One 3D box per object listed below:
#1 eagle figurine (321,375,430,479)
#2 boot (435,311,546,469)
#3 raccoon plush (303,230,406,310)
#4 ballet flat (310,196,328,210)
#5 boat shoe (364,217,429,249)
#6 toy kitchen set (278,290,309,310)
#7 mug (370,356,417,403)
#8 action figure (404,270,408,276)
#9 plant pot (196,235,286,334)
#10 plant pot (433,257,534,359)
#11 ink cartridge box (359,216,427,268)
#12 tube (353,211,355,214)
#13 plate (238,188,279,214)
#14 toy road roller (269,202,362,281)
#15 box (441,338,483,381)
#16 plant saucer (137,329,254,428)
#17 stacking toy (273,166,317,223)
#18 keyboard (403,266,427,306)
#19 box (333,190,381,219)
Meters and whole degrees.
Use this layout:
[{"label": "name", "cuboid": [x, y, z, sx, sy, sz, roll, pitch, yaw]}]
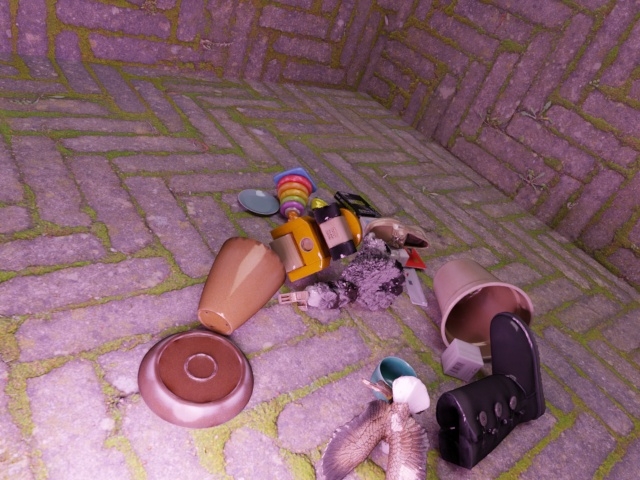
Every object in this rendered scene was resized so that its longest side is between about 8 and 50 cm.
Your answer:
[{"label": "eagle figurine", "cuboid": [0.170, 0.511, 1.157, 0.225, 0.226, 0.298, 61, 39, -16]}, {"label": "boot", "cuboid": [0.511, 0.439, 1.400, 0.445, 0.146, 0.367, -7, 77, -35]}, {"label": "raccoon plush", "cuboid": [0.121, 0.091, 1.732, 0.446, 0.216, 0.299, 5, 29, -25]}, {"label": "ballet flat", "cuboid": [0.052, -0.118, 2.086, 0.231, 0.077, 0.077, 27, 56, -15]}, {"label": "boat shoe", "cuboid": [0.337, -0.020, 1.957, 0.302, 0.109, 0.098, 11, 32, -22]}, {"label": "toy kitchen set", "cuboid": [-0.089, 0.213, 1.546, 0.075, 0.083, 0.068, -5, 84, -35]}, {"label": "mug", "cuboid": [0.211, 0.442, 1.372, 0.129, 0.097, 0.158, 38, 37, 20]}, {"label": "action figure", "cuboid": [0.322, 0.157, 1.902, 0.115, 0.030, 0.038, -14, 43, -36]}, {"label": "plant pot", "cuboid": [-0.263, 0.159, 1.401, 0.237, 0.237, 0.254, 25, 48, 3]}, {"label": "plant pot", "cuboid": [0.583, 0.232, 1.735, 0.334, 0.333, 0.305, 16, 22, -11]}, {"label": "ink cartridge box", "cuboid": [0.334, 0.008, 2.071, 0.261, 0.066, 0.296, 5, 36, -22]}, {"label": "tube", "cuboid": [0.115, -0.040, 2.018, 0.062, 0.070, 0.240, 39, 39, 5]}, {"label": "plate", "cuboid": [-0.275, -0.166, 2.000, 0.188, 0.024, 0.188, 15, 35, -11]}, {"label": "toy road roller", "cuboid": [0.000, 0.000, 1.684, 0.202, 0.330, 0.240, 67, 21, 3]}, {"label": "box", "cuboid": [0.492, 0.417, 1.572, 0.102, 0.101, 0.087, 20, 33, -7]}, {"label": "plant saucer", "cuboid": [-0.326, 0.353, 1.220, 0.311, 0.050, 0.310, 17, 33, -11]}, {"label": "stacking toy", "cuboid": [-0.119, -0.158, 1.991, 0.175, 0.166, 0.301, 50, 31, -45]}, {"label": "keyboard", "cuboid": [0.392, 0.184, 1.925, 0.072, 0.014, 0.256, 9, 35, -12]}, {"label": "box", "cuboid": [0.185, -0.168, 2.229, 0.191, 0.045, 0.184, 4, 38, -49]}]
